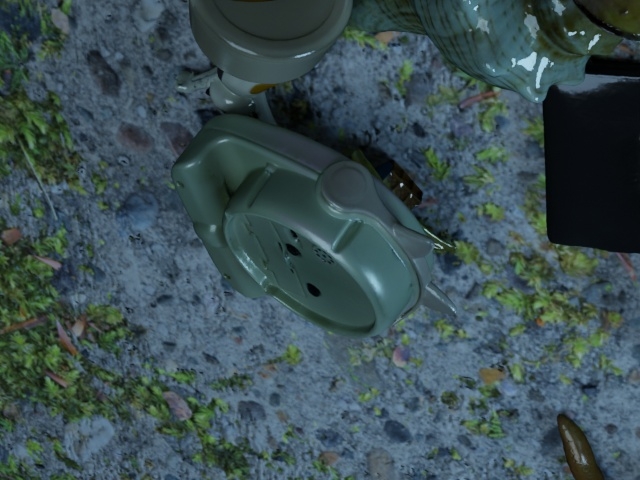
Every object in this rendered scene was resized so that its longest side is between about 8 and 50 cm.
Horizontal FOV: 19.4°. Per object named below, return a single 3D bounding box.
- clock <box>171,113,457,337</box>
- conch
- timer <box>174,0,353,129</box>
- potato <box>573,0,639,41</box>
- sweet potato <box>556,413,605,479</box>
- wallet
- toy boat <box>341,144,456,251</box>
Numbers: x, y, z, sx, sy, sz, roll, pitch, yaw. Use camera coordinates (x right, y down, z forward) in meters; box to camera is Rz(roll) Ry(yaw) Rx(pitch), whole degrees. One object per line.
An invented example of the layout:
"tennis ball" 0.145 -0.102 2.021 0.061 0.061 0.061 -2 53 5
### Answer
"clock" 0.000 0.000 2.110 0.324 0.108 0.265 21 151 33
"conch" 0.167 -0.241 1.880 0.386 0.169 0.203 2 107 24
"timer" -0.076 -0.208 2.063 0.175 0.175 0.266 30 151 3
"potato" 0.366 -0.316 1.685 0.229 0.229 0.266 31 135 1
"sweet potato" 0.331 0.285 2.295 0.044 0.044 0.179 -19 114 36
"wallet" 0.309 -0.092 2.006 0.149 0.044 0.250 7 128 17
"toy boat" 0.087 -0.042 2.146 0.172 0.066 0.065 46 173 -16
